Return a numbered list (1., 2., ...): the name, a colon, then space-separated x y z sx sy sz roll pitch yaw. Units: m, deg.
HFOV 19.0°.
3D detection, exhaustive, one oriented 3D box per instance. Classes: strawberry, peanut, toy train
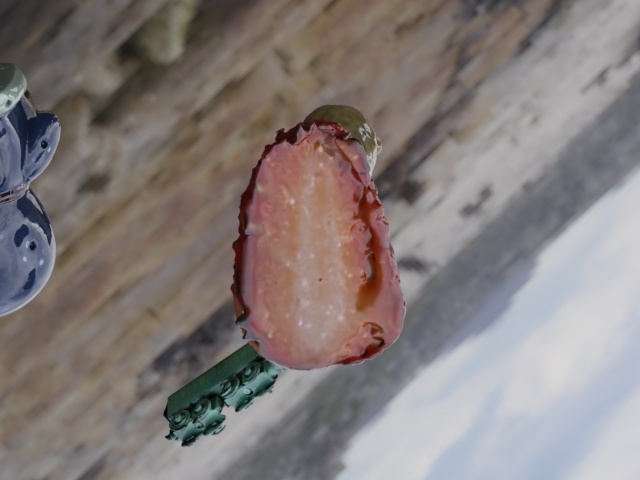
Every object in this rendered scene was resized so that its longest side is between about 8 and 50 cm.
1. strawberry: 0.000 0.000 1.307 0.082 0.121 0.188 -97 -171 -68
2. peanut: 0.006 -0.062 1.737 0.099 0.099 0.214 -44 -171 34
3. toy train: -0.096 0.151 1.881 0.148 0.038 0.071 -35 -154 20

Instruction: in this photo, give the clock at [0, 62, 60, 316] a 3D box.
1. clock: -0.342 -0.039 1.834 0.200 0.243 0.146 -8 -157 -9
